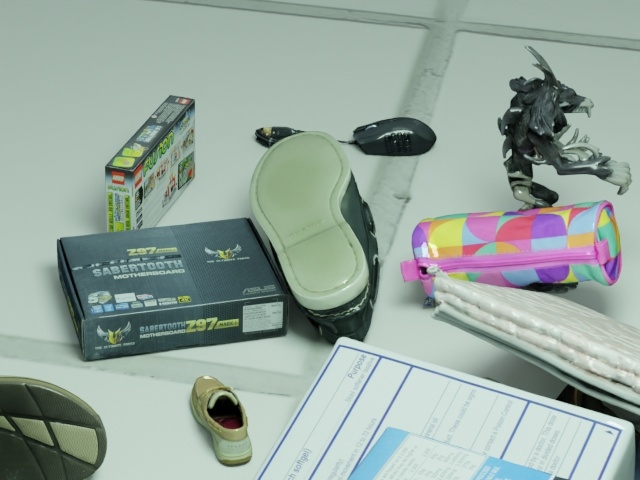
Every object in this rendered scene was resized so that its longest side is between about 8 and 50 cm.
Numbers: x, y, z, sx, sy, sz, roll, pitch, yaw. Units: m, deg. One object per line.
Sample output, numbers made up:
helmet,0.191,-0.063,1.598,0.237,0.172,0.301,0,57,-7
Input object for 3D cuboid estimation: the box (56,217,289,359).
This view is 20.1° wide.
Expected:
box,-0.169,0.050,2.032,0.233,0.059,0.183,-6,30,-14

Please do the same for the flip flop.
flip flop,-0.342,0.176,1.778,0.277,0.112,0.080,2,15,11

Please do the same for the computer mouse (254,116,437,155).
computer mouse,0.034,-0.144,2.398,0.242,0.041,0.071,0,31,-2

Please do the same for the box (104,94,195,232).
box,-0.205,-0.084,2.206,0.036,0.114,0.207,10,31,14

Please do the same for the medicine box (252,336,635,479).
medicine box,0.091,0.255,1.548,0.289,0.149,0.263,15,49,22

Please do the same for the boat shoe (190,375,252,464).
boat shoe,-0.099,0.172,1.839,0.050,0.045,0.135,-9,32,-19

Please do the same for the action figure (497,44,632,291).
action figure,0.271,-0.089,2.085,0.141,0.275,0.164,-2,30,-12

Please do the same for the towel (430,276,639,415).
towel,0.311,0.125,1.819,0.332,0.053,0.317,25,8,33

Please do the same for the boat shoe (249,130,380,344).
boat shoe,0.004,-0.001,2.081,0.127,0.113,0.340,-23,36,-1

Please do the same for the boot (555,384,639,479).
boot,0.279,0.205,1.810,0.106,0.082,0.219,32,22,0

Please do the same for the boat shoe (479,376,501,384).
boat shoe,0.134,0.219,1.755,0.081,0.079,0.227,25,43,24

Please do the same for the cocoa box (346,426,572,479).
cocoa box,0.094,0.349,1.249,0.228,0.347,0.231,15,33,22

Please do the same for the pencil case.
pencil case,0.215,0.013,2.010,0.236,0.104,0.104,-8,26,23
